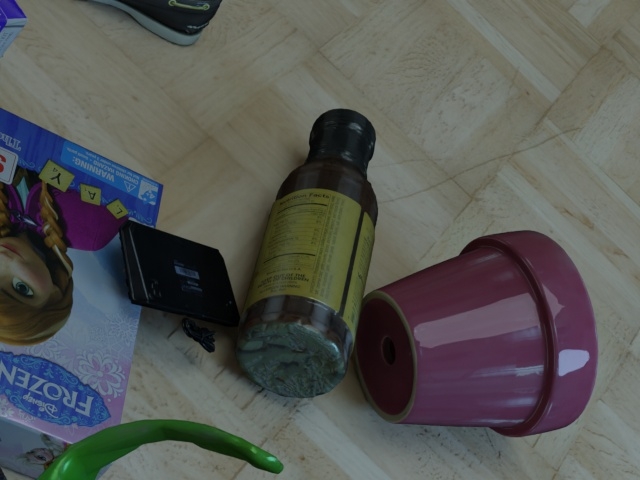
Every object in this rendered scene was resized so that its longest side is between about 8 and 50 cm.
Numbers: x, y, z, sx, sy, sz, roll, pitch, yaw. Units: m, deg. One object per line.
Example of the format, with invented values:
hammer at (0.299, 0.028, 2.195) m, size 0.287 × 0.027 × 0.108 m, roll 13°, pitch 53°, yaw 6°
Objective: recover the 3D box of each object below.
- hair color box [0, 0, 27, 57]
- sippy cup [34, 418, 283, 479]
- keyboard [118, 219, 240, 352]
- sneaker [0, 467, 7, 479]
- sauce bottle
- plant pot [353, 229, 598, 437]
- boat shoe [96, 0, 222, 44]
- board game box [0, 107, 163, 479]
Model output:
hair color box at (-0.395, -0.126, 1.090) m, size 0.339 × 0.185 × 0.110 m, roll -14°, pitch 64°, yaw -53°
sippy cup at (-0.098, 0.276, 0.883) m, size 0.224 × 0.305 × 0.240 m, roll 10°, pitch 19°, yaw 16°
keyboard at (-0.122, 0.047, 1.366) m, size 0.180 × 0.023 × 0.108 m, roll 20°, pitch 49°, yaw -64°
sneaker at (-0.335, 0.159, 1.094) m, size 0.106 × 0.162 × 0.281 m, roll -57°, pitch 133°, yaw -44°
sauce bottle at (0.000, 0.000, 1.502) m, size 0.111 × 0.111 × 0.344 m, roll 32°, pitch 40°, yaw -14°
plant pot at (0.139, 0.100, 1.484) m, size 0.180 × 0.201 × 0.201 m, roll -8°, pitch 60°, yaw -25°
boat shoe at (-0.212, -0.287, 1.607) m, size 0.227 × 0.069 × 0.081 m, roll 23°, pitch 44°, yaw -23°
board game box at (-0.300, 0.015, 1.271) m, size 0.318 × 0.066 × 0.318 m, roll 25°, pitch 43°, yaw -21°
